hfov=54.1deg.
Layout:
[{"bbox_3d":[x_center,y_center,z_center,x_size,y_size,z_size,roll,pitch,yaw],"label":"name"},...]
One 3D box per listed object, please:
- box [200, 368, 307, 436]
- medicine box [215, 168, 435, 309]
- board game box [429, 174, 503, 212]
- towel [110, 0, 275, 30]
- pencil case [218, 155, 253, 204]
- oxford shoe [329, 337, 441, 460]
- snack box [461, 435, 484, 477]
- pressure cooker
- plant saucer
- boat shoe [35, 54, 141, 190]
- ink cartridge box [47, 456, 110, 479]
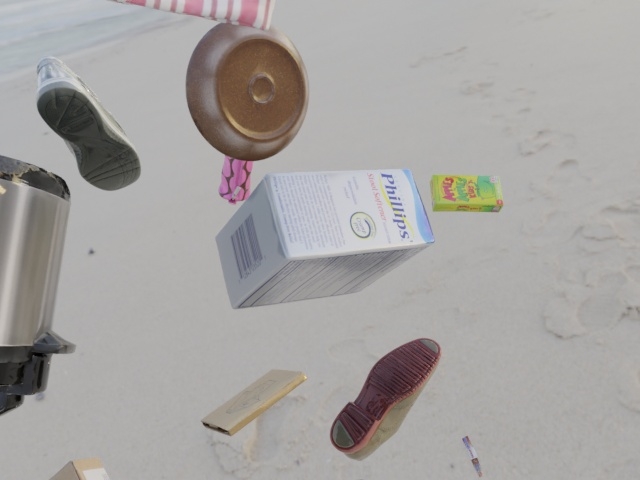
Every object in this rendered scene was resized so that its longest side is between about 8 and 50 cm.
[{"bbox_3d":[-0.143,0.339,1.334,0.201,0.021,0.164,-31,7,-30],"label":"box"},{"bbox_3d":[0.000,0.000,1.106,0.289,0.149,0.263,-6,-19,-30],"label":"medicine box"},{"bbox_3d":[0.389,-0.126,1.677,0.181,0.043,0.092,1,65,-3],"label":"board game box"},{"bbox_3d":[-0.123,-0.279,0.567,0.197,0.144,0.029,3,23,-24],"label":"towel"},{"bbox_3d":[-0.200,-0.194,1.538,0.095,0.209,0.098,12,37,2],"label":"pencil case"},{"bbox_3d":[0.169,0.383,1.521,0.348,0.130,0.123,-43,46,-9],"label":"oxford shoe"},{"bbox_3d":[0.422,0.600,1.731,0.022,0.178,0.064,-24,50,4],"label":"snack box"},{"bbox_3d":[-0.593,0.079,0.970,0.370,0.420,0.375,1,-10,36],"label":"pressure cooker"},{"bbox_3d":[-0.089,-0.209,0.873,0.199,0.198,0.036,-24,22,-30],"label":"plant saucer"},{"bbox_3d":[-0.436,-0.208,1.192,0.118,0.320,0.103,-23,61,-1],"label":"boat shoe"},{"bbox_3d":[-0.454,0.558,1.162,0.193,0.088,0.234,-39,68,6],"label":"ink cartridge box"}]
